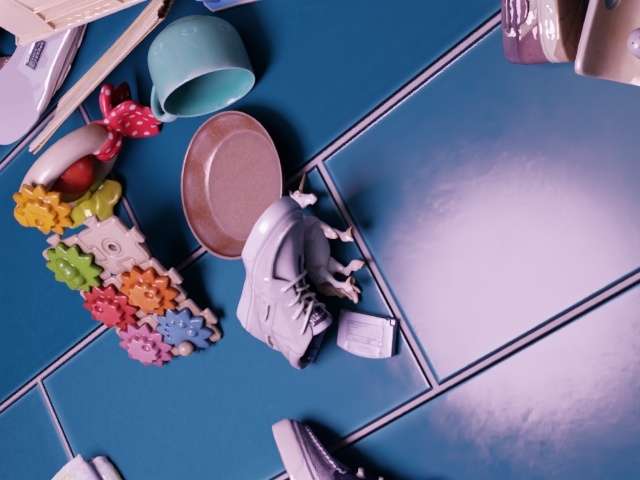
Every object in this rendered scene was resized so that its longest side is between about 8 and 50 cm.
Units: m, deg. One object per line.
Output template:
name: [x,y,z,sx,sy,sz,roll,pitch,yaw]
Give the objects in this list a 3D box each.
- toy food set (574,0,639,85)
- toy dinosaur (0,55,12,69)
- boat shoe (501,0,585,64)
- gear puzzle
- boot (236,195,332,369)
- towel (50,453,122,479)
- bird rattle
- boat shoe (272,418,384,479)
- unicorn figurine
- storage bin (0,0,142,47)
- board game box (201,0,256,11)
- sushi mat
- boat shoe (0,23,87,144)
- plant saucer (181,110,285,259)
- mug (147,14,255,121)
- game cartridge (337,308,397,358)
toy food set: [0.413,-0.239,1.023,0.306,0.092,0.220,19,105,32]
toy dinosaur: [-0.582,-0.327,1.653,0.295,0.200,0.127,11,101,36]
boat shoe: [0.220,-0.329,1.149,0.092,0.102,0.285,-6,97,31]
gear puzzle: [-0.292,0.050,1.465,0.175,0.044,0.339,-22,118,34]
boot: [-0.030,0.060,1.330,0.123,0.095,0.258,39,149,18]
towel: [-0.357,0.557,1.646,0.320,0.090,0.374,-45,69,30]
bird rattle: [-0.331,-0.103,1.508,0.143,0.207,0.253,50,130,2]
boat shoe: [0.068,0.336,1.321,0.158,0.127,0.341,-25,51,-8]
unicorn figurine: [0.000,0.000,1.355,0.111,0.060,0.162,9,105,45]
storage bin: [-0.357,-0.444,1.473,0.260,0.123,0.262,-14,72,21]
board game box: [-0.032,-0.521,1.339,0.389,0.050,0.390,-6,90,36]
sushi mat: [-0.302,-0.252,1.511,0.019,0.151,0.316,39,124,-21]
boat shoe: [-0.427,-0.265,1.618,0.096,0.088,0.268,31,109,7]
plant saucer: [-0.111,-0.074,1.435,0.198,0.036,0.199,2,93,41]
mug: [-0.174,-0.231,1.410,0.157,0.129,0.097,-22,76,8]
game cartridge: [0.059,0.120,1.355,0.083,0.017,0.056,10,96,34]
